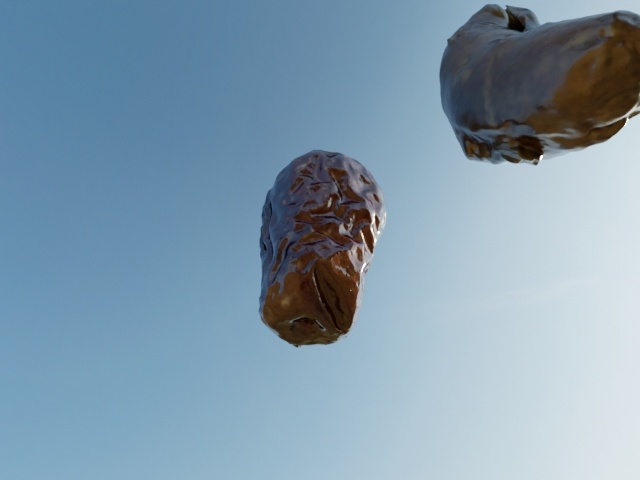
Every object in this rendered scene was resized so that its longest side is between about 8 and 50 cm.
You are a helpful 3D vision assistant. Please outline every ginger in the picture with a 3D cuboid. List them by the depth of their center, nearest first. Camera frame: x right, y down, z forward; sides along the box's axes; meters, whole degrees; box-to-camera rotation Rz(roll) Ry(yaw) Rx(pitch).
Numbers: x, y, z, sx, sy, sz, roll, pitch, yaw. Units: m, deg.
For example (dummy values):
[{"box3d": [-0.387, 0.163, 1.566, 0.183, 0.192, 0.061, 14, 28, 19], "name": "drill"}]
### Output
[{"box3d": [0.231, -0.168, 0.470, 0.165, 0.321, 0.172, 5, -59, -7], "name": "ginger"}]

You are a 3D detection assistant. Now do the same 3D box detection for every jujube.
[{"box3d": [0.000, 0.000, 0.634, 0.217, 0.342, 0.216, 6, -51, 7], "name": "jujube"}]
